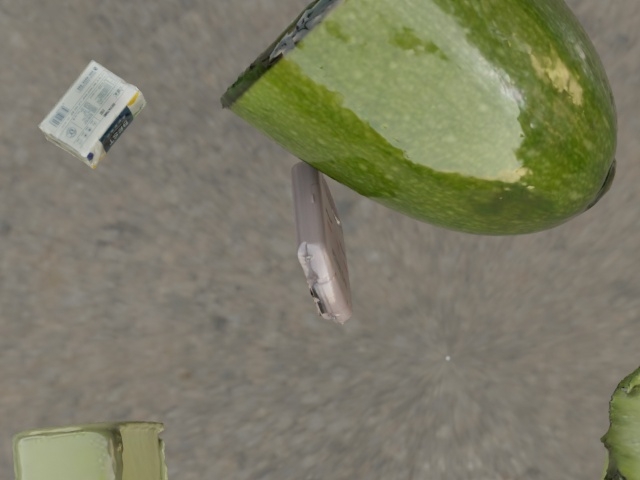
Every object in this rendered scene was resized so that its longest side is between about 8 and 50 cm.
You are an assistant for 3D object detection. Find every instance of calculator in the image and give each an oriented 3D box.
[{"bbox_3d":[0.000,0.000,1.710,0.032,0.175,0.100,-15,129,8],"label":"calculator"}]

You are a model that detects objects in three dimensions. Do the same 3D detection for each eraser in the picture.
[{"bbox_3d":[-0.106,0.174,0.874,0.058,0.117,0.172,-4,84,6],"label":"eraser"}]

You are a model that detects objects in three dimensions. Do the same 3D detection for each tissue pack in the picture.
[{"bbox_3d":[-0.208,-0.115,1.669,0.062,0.042,0.083,31,76,17],"label":"tissue pack"}]

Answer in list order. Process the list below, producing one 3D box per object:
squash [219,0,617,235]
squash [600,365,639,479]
[{"bbox_3d":[0.117,-0.119,1.674,0.310,0.310,0.309,-41,94,1],"label":"squash"},{"bbox_3d":[0.214,0.132,0.731,0.220,0.220,0.133,3,123,4],"label":"squash"}]
